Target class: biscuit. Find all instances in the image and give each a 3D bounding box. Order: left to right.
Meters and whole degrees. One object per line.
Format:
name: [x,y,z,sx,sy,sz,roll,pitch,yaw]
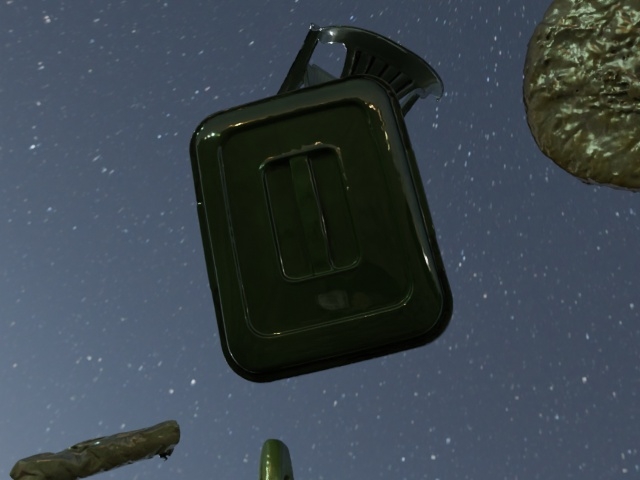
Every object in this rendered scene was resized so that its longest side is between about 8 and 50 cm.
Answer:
biscuit: [0.261,-0.144,0.581,0.220,0.219,0.033,-37,-33,28]

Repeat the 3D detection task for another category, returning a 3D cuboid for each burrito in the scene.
burrito: [-0.247,0.237,0.801,0.186,0.045,0.041,-13,-53,-14]

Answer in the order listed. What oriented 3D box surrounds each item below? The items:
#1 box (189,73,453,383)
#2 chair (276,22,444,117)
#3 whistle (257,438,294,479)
box: [0.000,0.000,0.853,0.253,0.328,0.178,-13,-22,3]
chair: [0.041,-0.189,1.053,0.203,0.190,0.274,24,-62,-12]
whistle: [-0.039,0.345,0.741,0.106,0.288,0.131,-14,-39,14]
